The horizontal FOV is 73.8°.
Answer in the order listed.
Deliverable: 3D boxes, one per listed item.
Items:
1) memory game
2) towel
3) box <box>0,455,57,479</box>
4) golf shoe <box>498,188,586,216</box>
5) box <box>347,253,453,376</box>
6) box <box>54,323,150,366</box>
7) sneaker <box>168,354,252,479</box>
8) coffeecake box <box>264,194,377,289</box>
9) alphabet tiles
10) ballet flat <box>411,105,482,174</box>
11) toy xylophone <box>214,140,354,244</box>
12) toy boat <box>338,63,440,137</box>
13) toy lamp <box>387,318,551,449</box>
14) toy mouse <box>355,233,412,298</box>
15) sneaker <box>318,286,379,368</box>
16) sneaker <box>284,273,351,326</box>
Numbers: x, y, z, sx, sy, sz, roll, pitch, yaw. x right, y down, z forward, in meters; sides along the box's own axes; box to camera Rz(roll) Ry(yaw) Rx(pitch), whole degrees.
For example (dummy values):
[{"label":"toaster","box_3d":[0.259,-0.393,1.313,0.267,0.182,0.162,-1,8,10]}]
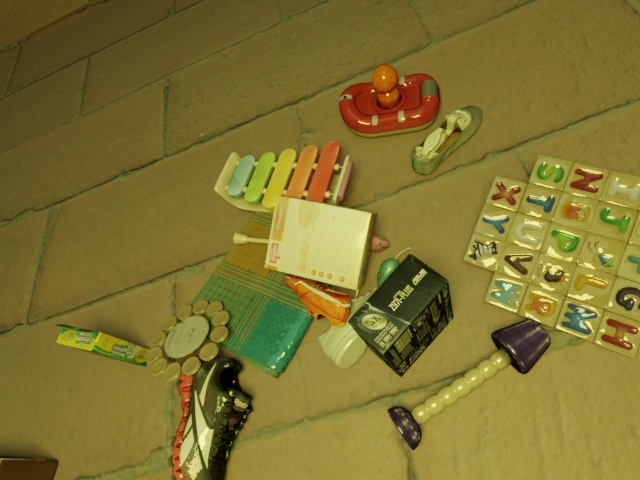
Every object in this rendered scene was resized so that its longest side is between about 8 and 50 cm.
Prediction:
[{"label":"memory game","box_3d":[-0.262,0.192,0.843,0.186,0.012,0.186,-15,40,13]},{"label":"towel","box_3d":[-0.100,0.072,0.916,0.271,0.040,0.370,21,69,28]},{"label":"box","box_3d":[-0.660,0.602,0.772,0.191,0.143,0.382,-7,58,18]},{"label":"golf shoe","box_3d":[0.413,-0.044,0.777,0.176,0.069,0.086,-10,79,19]},{"label":"box","box_3d":[0.139,0.129,0.702,0.147,0.180,0.077,-46,58,-7]},{"label":"box","box_3d":[-0.450,0.216,0.882,0.105,0.179,0.043,4,63,24]},{"label":"sneaker","box_3d":[-0.190,0.333,0.763,0.135,0.098,0.276,-16,56,15]},{"label":"coffeecake box","box_3d":[0.000,0.000,0.809,0.185,0.068,0.142,12,97,16]},{"label":"alphabet tiles","box_3d":[0.434,0.013,0.706,0.342,0.011,0.285,21,84,25]},{"label":"ballet flat","box_3d":[0.277,-0.231,0.921,0.213,0.068,0.072,-47,57,-9]},{"label":"toy xylophone","box_3d":[-0.082,-0.102,0.941,0.322,0.081,0.236,-1,60,20]},{"label":"toy boat","box_3d":[0.152,-0.335,0.978,0.231,0.151,0.151,-5,60,18]},{"label":"toy lamp","box_3d":[0.237,0.221,0.675,0.274,0.080,0.080,-35,56,-2]},{"label":"toy mouse","box_3d":[0.112,0.034,0.844,0.143,0.031,0.161,-16,69,7]},{"label":"sneaker","box_3d":[0.078,0.129,0.795,0.212,0.080,0.094,-46,45,-7]},{"label":"sneaker","box_3d":[-0.016,0.108,0.797,0.175,0.064,0.068,27,107,48]}]
